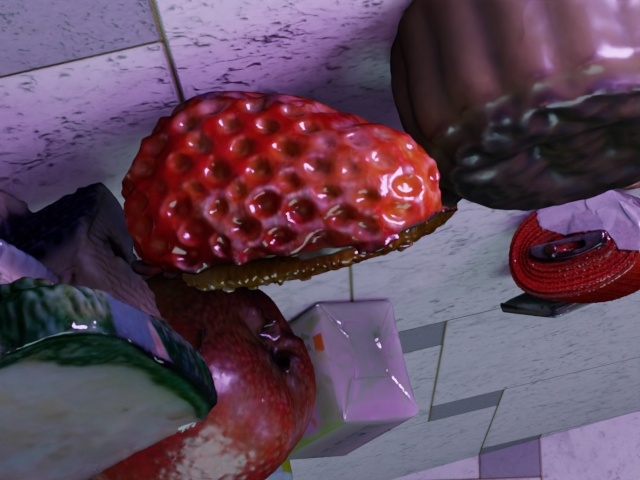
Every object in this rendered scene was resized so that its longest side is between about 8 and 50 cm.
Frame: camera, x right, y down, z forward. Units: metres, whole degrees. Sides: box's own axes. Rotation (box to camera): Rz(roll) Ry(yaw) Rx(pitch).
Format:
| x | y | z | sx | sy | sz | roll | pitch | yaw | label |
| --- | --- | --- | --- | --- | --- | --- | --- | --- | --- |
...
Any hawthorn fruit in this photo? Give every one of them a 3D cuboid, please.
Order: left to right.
| x | y | z | sx | sy | sz | roll | pitch | yaw | label |
| --- | --- | --- | --- | --- | --- | --- | --- | --- | --- |
| -0.179 | 0.209 | 1.820 | 0.369 | 0.285 | 0.284 | -47 | 149 | 20 | hawthorn fruit |

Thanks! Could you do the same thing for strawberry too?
| x | y | z | sx | sy | sz | roll | pitch | yaw | label |
| --- | --- | --- | --- | --- | --- | --- | --- | --- | --- |
| -0.051 | -0.062 | 1.306 | 0.253 | 0.150 | 0.280 | -17 | -169 | -19 | strawberry |

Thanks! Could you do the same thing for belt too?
| x | y | z | sx | sy | sz | roll | pitch | yaw | label |
| --- | --- | --- | --- | --- | --- | --- | --- | --- | --- |
| 0.338 | 0.010 | 1.901 | 0.201 | 0.128 | 0.124 | -19 | 163 | 35 | belt |

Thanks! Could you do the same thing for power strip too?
| x | y | z | sx | sy | sz | roll | pitch | yaw | label |
| --- | --- | --- | --- | --- | --- | --- | --- | --- | --- |
| 0.360 | 0.041 | 2.086 | 0.198 | 0.064 | 0.213 | -24 | -173 | -13 | power strip |

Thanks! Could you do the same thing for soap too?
| x | y | z | sx | sy | sz | roll | pitch | yaw | label |
| --- | --- | --- | --- | --- | --- | --- | --- | --- | --- |
| 0.018 | 0.202 | 2.154 | 0.138 | 0.182 | 0.199 | 1 | 156 | -36 | soap |

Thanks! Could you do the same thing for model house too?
| x | y | z | sx | sy | sz | roll | pitch | yaw | label |
| --- | --- | --- | --- | --- | --- | --- | --- | --- | --- |
| -0.280 | 0.054 | 1.367 | 0.243 | 0.284 | 0.298 | -31 | 152 | 9 | model house |

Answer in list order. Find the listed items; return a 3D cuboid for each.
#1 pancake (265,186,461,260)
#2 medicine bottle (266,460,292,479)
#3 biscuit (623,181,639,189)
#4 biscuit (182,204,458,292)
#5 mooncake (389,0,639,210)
| x | y | z | sx | sy | sz | roll | pitch | yaw | label |
| --- | --- | --- | --- | --- | --- | --- | --- | --- | --- |
| 0.020 | -0.033 | 1.501 | 0.286 | 0.033 | 0.288 | -9 | -167 | 24 | pancake |
| -0.121 | 0.358 | 2.446 | 0.139 | 0.225 | 0.139 | -11 | 161 | -4 | medicine bottle |
| 0.376 | -0.083 | 1.835 | 0.071 | 0.018 | 0.147 | -25 | 160 | 38 | biscuit |
| 0.000 | 0.000 | 1.571 | 0.305 | 0.038 | 0.305 | -15 | -171 | 2 | biscuit |
| 0.207 | -0.141 | 1.314 | 0.290 | 0.161 | 0.290 | -11 | 160 | -4 | mooncake |
